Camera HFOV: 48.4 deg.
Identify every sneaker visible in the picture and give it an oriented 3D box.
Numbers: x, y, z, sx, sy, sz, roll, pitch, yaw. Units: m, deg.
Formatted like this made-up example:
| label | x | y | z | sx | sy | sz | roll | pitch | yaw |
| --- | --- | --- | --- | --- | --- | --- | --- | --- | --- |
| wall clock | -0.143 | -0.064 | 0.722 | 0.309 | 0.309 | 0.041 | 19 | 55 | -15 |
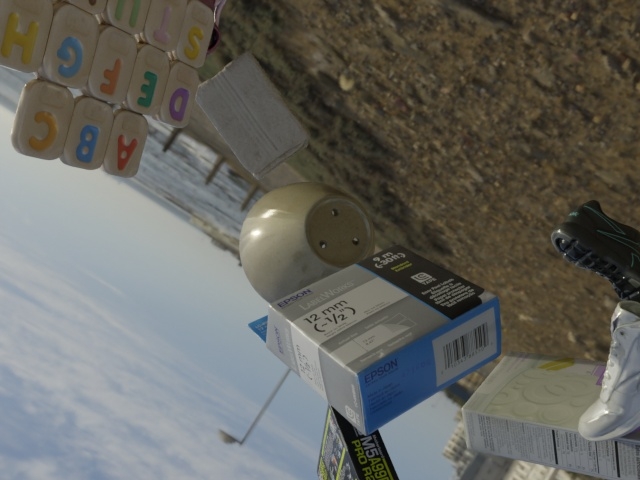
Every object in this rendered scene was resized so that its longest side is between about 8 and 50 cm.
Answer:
| label | x | y | z | sx | sy | sz | roll | pitch | yaw |
| --- | --- | --- | --- | --- | --- | --- | --- | --- | --- |
| sneaker | 0.524 | 0.037 | 1.195 | 0.267 | 0.106 | 0.101 | 42 | 162 | 9 |
| sneaker | 0.482 | 0.179 | 1.085 | 0.152 | 0.305 | 0.114 | 40 | -154 | 12 |

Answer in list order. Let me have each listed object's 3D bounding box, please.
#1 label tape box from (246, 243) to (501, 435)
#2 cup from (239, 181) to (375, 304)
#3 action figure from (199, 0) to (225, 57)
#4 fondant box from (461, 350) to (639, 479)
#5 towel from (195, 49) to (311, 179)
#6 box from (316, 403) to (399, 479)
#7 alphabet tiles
| label | x | y | z | sx | sy | sz | roll | pitch | yaw |
| --- | --- | --- | --- | --- | --- | --- | --- | --- | --- |
| label tape box | 0.061 | 0.112 | 1.084 | 0.348 | 0.249 | 0.115 | 32 | 140 | 50 |
| cup | 0.000 | 0.000 | 1.678 | 0.331 | 0.331 | 0.237 | 33 | 159 | -13 |
| action figure | -0.328 | -0.516 | 1.798 | 0.276 | 0.248 | 0.370 | 3 | -155 | -31 |
| fondant box | 0.459 | 0.309 | 1.289 | 0.330 | 0.096 | 0.238 | 3 | -158 | 36 |
| towel | -0.169 | -0.311 | 1.777 | 0.282 | 0.187 | 0.049 | 55 | -173 | -2 |
| box | 0.063 | 0.398 | 1.119 | 0.270 | 0.060 | 0.216 | 96 | 157 | -49 |
| alphabet tiles | -0.195 | -0.203 | 0.684 | 0.021 | 0.278 | 0.284 | 18 | -177 | 23 |
